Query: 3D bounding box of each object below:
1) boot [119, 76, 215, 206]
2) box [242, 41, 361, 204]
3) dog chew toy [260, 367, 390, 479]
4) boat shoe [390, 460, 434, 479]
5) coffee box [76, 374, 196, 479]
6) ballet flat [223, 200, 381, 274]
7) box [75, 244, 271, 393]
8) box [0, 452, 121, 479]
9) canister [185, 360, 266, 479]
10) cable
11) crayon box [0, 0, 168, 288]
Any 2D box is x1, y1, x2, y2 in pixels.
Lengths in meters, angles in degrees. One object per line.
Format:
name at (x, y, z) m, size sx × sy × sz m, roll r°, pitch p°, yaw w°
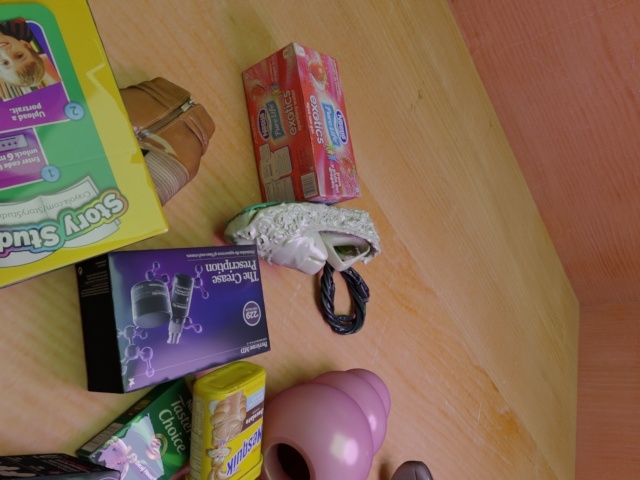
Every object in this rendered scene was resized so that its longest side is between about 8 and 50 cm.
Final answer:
boot at (-0.287, -0.201, 0.709) m, size 0.283 × 0.109 × 0.220 m, roll 42°, pitch 42°, yaw -22°
box at (-0.039, -0.216, 0.976) m, size 0.142 × 0.154 × 0.300 m, roll -6°, pitch 84°, yaw -52°
dog chew toy at (0.028, 0.338, 0.888) m, size 0.332 × 0.206 × 0.207 m, roll -14°, pitch 92°, yaw -60°
boat shoe at (0.235, 0.674, 1.121) m, size 0.130 × 0.132 × 0.355 m, roll -18°, pitch 103°, yaw -61°
coffee box at (-0.237, 0.284, 0.688) m, size 0.184 × 0.040 × 0.113 m, roll -36°, pitch 109°, yaw -49°
ballet flat at (0.000, 0.000, 0.954) m, size 0.409 × 0.147 × 0.147 m, roll -4°, pitch 84°, yaw -51°
box at (-0.210, 0.105, 0.724) m, size 0.261 × 0.103 × 0.184 m, roll -4°, pitch 86°, yaw -51°
box at (-0.315, 0.356, 0.476) m, size 0.142 × 0.163 × 0.247 m, roll 20°, pitch 66°, yaw -45°
canister at (-0.137, 0.279, 0.711) m, size 0.126 × 0.073 × 0.170 m, roll -11°, pitch 108°, yaw -59°
cable at (0.046, 0.123, 1.084) m, size 0.184 × 0.047 × 0.150 m, roll 57°, pitch 48°, yaw -28°
crayon box at (-0.384, -0.095, 0.475) m, size 0.363 × 0.106 × 0.313 m, roll -22°, pitch 100°, yaw -31°
